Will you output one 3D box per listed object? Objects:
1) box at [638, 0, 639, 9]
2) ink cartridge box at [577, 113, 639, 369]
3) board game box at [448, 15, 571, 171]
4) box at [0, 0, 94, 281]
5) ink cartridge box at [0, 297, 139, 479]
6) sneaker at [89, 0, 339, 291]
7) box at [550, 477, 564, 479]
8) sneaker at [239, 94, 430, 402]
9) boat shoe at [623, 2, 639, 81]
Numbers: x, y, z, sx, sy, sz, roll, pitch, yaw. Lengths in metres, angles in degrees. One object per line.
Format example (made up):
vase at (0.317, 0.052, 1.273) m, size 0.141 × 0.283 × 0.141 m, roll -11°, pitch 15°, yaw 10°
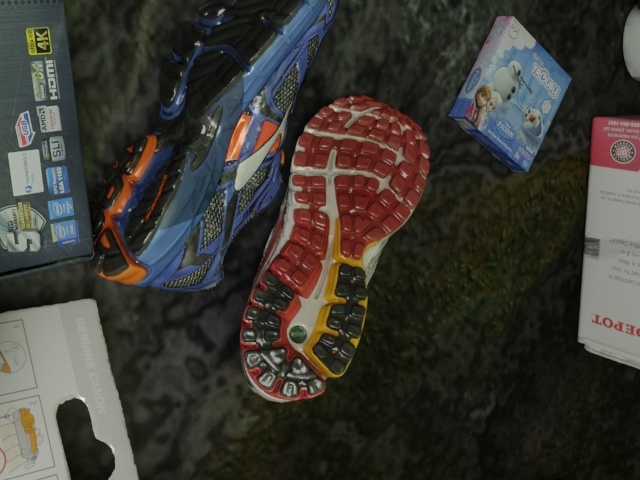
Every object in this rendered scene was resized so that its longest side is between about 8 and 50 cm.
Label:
box at (0.364, -0.256, 0.677) m, size 0.180 × 0.147 × 0.077 m, roll -48°, pitch 142°, yaw -29°
ink cartridge box at (0.318, 0.005, 0.724) m, size 0.092 × 0.159 × 0.217 m, roll -8°, pitch 106°, yaw -35°
board game box at (0.153, -0.115, 0.663) m, size 0.090 × 0.020 × 0.090 m, roll 31°, pitch 81°, yaw -36°
box at (-0.212, -0.086, 0.382) m, size 0.183 × 0.059 × 0.232 m, roll -12°, pitch 108°, yaw -32°
ink cartridge box at (-0.202, 0.132, 0.394) m, size 0.225 × 0.056 × 0.181 m, roll -7°, pitch 73°, yaw -36°
sneaker at (-0.054, -0.066, 0.500) m, size 0.087 × 0.083 × 0.221 m, roll 36°, pitch 84°, yaw -49°
box at (0.231, 0.300, 0.666) m, size 0.044 × 0.233 × 0.159 m, roll -18°, pitch 89°, yaw -1°
sneaker at (0.000, 0.000, 0.550) m, size 0.088 × 0.093 × 0.225 m, roll 28°, pitch 67°, yaw -4°
boat shoe at (0.413, -0.209, 0.784) m, size 0.302 × 0.091 × 0.114 m, roll -28°, pitch 116°, yaw -27°
